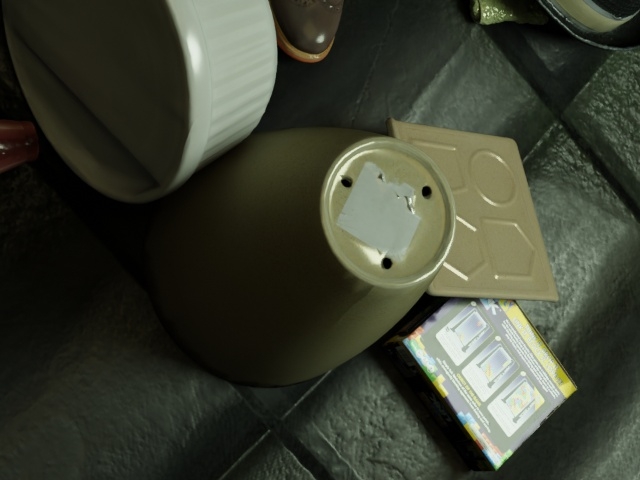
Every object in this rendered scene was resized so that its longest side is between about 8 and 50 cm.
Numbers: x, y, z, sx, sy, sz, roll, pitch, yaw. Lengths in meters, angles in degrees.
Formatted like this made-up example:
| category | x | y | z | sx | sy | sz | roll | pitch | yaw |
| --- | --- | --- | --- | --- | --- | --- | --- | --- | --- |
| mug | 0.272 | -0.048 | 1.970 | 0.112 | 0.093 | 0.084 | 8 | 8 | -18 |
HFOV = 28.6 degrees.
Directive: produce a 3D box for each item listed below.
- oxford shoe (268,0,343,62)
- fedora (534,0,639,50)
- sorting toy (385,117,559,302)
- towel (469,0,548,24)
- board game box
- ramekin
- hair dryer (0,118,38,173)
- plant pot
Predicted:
| category | x | y | z | sx | sy | sz | roll | pitch | yaw |
| --- | --- | --- | --- | --- | --- | --- | --- | --- | --- |
| oxford shoe | -0.005 | -0.320 | 1.291 | 0.097 | 0.098 | 0.271 | 6 | 78 | -23 |
| fedora | 0.332 | -0.386 | 1.395 | 0.334 | 0.152 | 0.334 | 13 | 69 | -36 |
| sorting toy | 0.155 | -0.027 | 1.308 | 0.208 | 0.038 | 0.193 | 7 | 62 | -40 |
| towel | 0.209 | -0.316 | 1.428 | 0.110 | 0.027 | 0.148 | -4 | 82 | -26 |
| board game box | 0.169 | 0.133 | 1.319 | 0.141 | 0.048 | 0.170 | -38 | 97 | -27 |
| ramekin | -0.156 | -0.177 | 1.116 | 0.127 | 0.273 | 0.273 | -27 | 93 | -39 |
| hair dryer | -0.356 | -0.003 | 1.081 | 0.223 | 0.080 | 0.293 | 46 | 72 | -25 |
| plant pot | 0.000 | 0.000 | 1.140 | 0.257 | 0.274 | 0.256 | 4 | 80 | -23 |
